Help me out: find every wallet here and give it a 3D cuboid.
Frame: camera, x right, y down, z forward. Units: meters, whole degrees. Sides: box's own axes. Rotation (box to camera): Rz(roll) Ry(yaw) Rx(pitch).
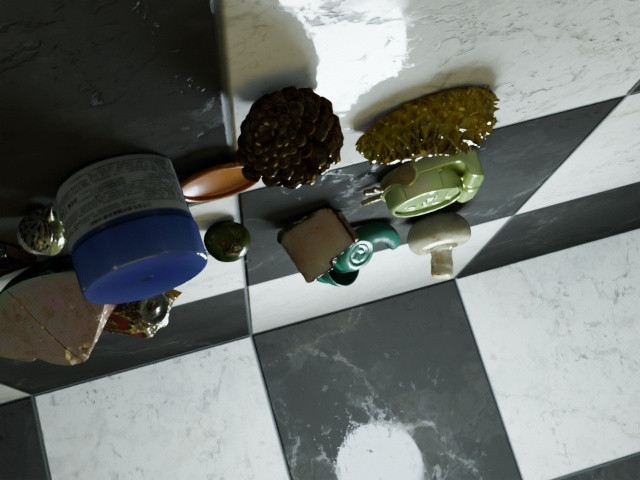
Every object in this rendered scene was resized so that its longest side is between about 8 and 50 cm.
[{"bbox_3d":[-0.726,0.041,1.849,0.124,0.042,0.230,-17,165,9],"label":"wallet"}]

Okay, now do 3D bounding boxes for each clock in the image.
[{"bbox_3d":[0.258,-0.136,2.191,0.308,0.096,0.235,-15,167,-3],"label":"clock"}]

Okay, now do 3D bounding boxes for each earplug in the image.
[{"bbox_3d":[0.084,0.034,2.612,0.280,0.164,0.257,-13,-153,35],"label":"earplug"}]

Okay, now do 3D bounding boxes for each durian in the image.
[{"bbox_3d":[0.242,-0.229,1.783,0.341,0.112,0.191,-12,167,-10],"label":"durian"}]

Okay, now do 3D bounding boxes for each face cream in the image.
[{"bbox_3d":[-0.366,-0.024,1.643,0.249,0.225,0.249,-18,164,-5],"label":"face cream"}]

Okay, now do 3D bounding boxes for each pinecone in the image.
[{"bbox_3d":[-0.052,-0.184,1.513,0.184,0.179,0.204,2,-172,14],"label":"pinecone"}]

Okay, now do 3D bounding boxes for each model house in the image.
[{"bbox_3d":[0.000,0.000,2.336,0.183,0.166,0.172,-34,179,7],"label":"model house"}]

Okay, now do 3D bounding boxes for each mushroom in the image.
[{"bbox_3d":[0.380,0.003,2.686,0.206,0.209,0.206,-4,141,-3],"label":"mushroom"}]

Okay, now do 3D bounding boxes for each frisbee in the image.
[{"bbox_3d":[-0.214,-0.131,1.789,0.192,0.035,0.192,-15,167,-4],"label":"frisbee"}]

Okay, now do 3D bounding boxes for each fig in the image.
[{"bbox_3d":[-0.230,0.004,2.172,0.117,0.117,0.177,-18,176,3],"label":"fig"}]

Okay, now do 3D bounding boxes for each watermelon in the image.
[{"bbox_3d":[-0.624,0.128,2.042,0.292,0.222,0.319,14,124,0],"label":"watermelon"}]

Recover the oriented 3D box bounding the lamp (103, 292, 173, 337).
[{"bbox_3d":[-0.508,0.165,2.205,0.274,0.177,0.177,-1,180,43],"label":"lamp"}]

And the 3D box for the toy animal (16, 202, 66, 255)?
[{"bbox_3d":[-0.564,-0.024,1.696,0.098,0.098,0.137,-13,149,-15],"label":"toy animal"}]

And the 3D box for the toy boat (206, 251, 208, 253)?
[{"bbox_3d":[-0.357,0.055,2.338,0.149,0.034,0.105,-21,167,19],"label":"toy boat"}]

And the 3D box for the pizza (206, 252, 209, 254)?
[{"bbox_3d":[-0.383,0.038,2.202,0.199,0.062,0.188,-13,180,-34],"label":"pizza"}]

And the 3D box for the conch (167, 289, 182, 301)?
[{"bbox_3d":[-0.533,0.158,2.437,0.330,0.109,0.093,-2,133,25],"label":"conch"}]
